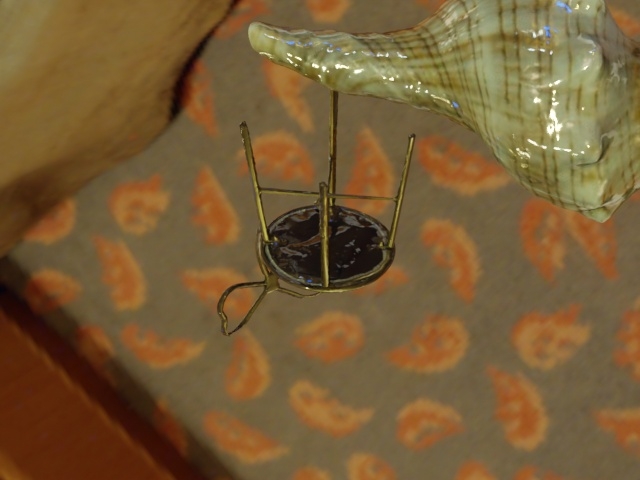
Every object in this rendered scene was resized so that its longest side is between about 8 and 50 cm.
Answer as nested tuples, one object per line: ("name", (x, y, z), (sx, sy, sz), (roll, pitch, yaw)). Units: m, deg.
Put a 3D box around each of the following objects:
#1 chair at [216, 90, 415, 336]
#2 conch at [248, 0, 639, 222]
("chair", (0.000, 0.000, 1.851), (0.170, 0.160, 0.325), (38, 141, 33))
("conch", (0.152, -0.131, 1.260), (0.386, 0.203, 0.169), (28, 97, 11))
